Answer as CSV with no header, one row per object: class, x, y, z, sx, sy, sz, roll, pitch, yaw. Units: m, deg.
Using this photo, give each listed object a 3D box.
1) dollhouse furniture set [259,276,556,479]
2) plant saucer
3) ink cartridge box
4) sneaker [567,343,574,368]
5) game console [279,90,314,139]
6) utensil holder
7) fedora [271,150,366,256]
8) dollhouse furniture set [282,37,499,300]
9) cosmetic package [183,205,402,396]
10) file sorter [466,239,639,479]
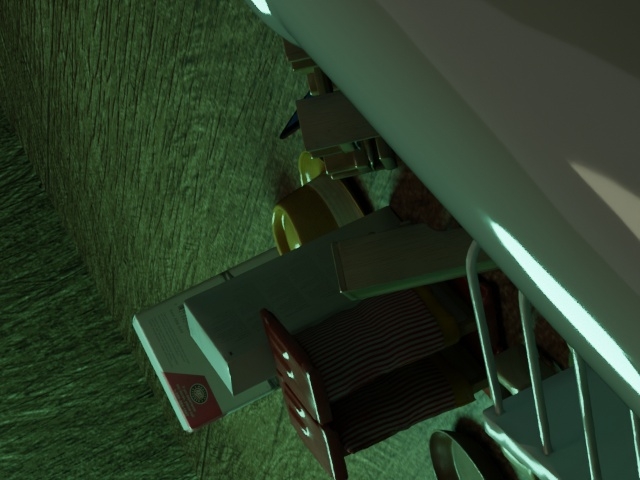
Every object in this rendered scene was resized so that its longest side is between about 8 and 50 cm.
dollhouse furniture set,0.122,0.171,1.751,0.374,0.201,0.152,46,155,50
plant saucer,0.171,0.274,2.065,0.168,0.029,0.168,55,162,27
ink cartridge box,-0.098,0.116,2.332,0.158,0.218,0.092,64,169,3
sneaker,0.266,0.127,1.434,0.192,0.064,0.086,29,144,35
game console,-0.014,-0.179,1.864,0.124,0.085,0.144,64,164,-1
utensil holder,0.179,-0.117,0.937,0.385,0.327,0.327,51,159,31
fedora,0.000,0.000,2.099,0.194,0.079,0.194,55,162,28
dollhouse furniture set,0.076,-0.086,1.624,0.212,0.161,0.242,39,-141,-82
cosmetic package,-0.008,0.060,1.923,0.099,0.239,0.060,51,158,41
file sorter,0.244,0.078,1.253,0.278,0.193,0.173,39,148,56
